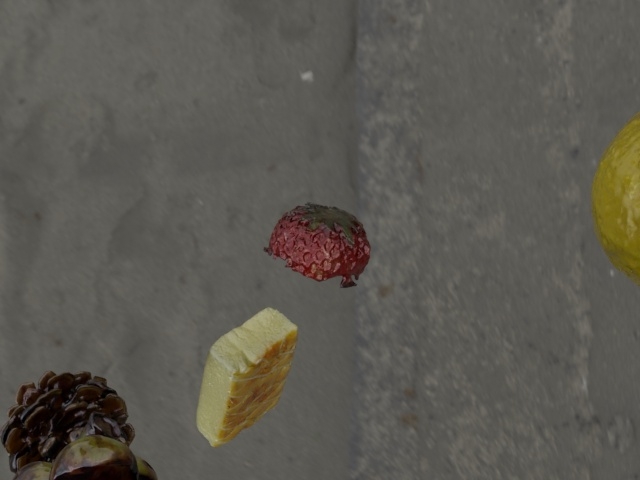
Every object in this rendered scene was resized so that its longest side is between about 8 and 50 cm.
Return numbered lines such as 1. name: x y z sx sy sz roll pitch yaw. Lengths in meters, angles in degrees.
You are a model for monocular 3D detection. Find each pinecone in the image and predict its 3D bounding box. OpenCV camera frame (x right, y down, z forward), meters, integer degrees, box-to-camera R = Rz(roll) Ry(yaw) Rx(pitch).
1. pinecone: -0.294 0.238 1.695 0.173 0.173 0.173 -5 68 12

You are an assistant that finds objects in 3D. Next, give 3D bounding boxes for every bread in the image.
1. bread: -0.100 0.186 1.936 0.068 0.188 0.125 42 53 21

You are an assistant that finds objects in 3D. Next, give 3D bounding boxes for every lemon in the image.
1. lemon: 0.355 -0.041 1.316 0.204 0.260 0.204 11 110 31

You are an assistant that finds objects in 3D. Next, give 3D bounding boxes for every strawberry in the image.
1. strawberry: 0.000 0.000 1.937 0.145 0.145 0.086 24 120 21

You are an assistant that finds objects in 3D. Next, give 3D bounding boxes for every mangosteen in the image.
1. mangosteen: -0.214 0.288 1.336 0.215 0.215 0.257 -1 80 14
